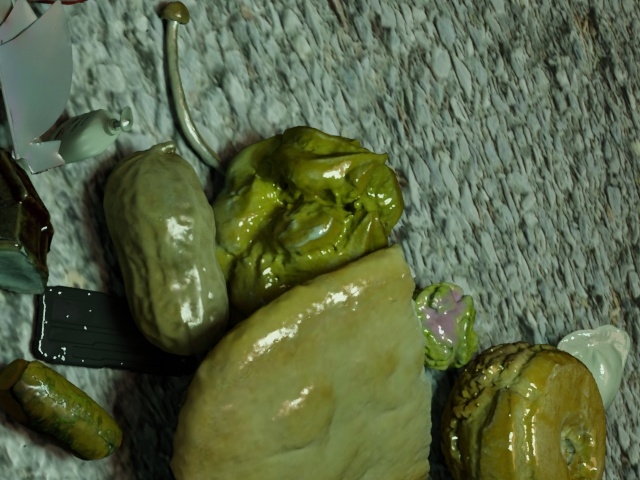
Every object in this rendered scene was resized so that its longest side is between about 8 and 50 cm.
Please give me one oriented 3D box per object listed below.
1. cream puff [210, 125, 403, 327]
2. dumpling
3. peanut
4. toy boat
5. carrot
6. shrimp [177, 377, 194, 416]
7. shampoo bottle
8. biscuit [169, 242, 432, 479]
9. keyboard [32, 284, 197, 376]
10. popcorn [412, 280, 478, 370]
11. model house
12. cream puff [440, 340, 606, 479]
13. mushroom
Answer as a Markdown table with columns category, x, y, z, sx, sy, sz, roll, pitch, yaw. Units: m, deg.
| category | x | y | z | sx | sy | sz | roll | pitch | yaw |
| --- | --- | --- | --- | --- | --- | --- | --- | --- | --- |
| cream puff | 0.000 | 0.002 | 1.805 | 0.291 | 0.257 | 0.324 | 45 | 52 | -32 |
| dumpling | 0.483 | 0.258 | 2.327 | 0.151 | 0.124 | 0.228 | 14 | 99 | -27 |
| peanut | -0.207 | 0.012 | 1.678 | 0.159 | 0.143 | 0.291 | 26 | 51 | -82 |
| toy boat | -0.370 | -0.258 | 1.604 | 0.219 | 0.072 | 0.318 | -36 | 98 | -40 |
| carrot | -0.335 | 0.217 | 1.594 | 0.173 | 0.082 | 0.082 | 48 | 55 | -31 |
| shrimp | -0.136 | 0.219 | 1.805 | 0.180 | 0.041 | 0.099 | -40 | 112 | -39 |
| shampoo bottle | -0.293 | -0.139 | 1.631 | 0.045 | 0.152 | 0.077 | 51 | 55 | -27 |
| biscuit | -0.006 | 0.240 | 1.701 | 0.446 | 0.104 | 0.429 | -19 | 126 | -35 |
| keyboard | -0.272 | 0.127 | 1.706 | 0.262 | 0.016 | 0.106 | 12 | 75 | -41 |
| popcorn | 0.197 | 0.143 | 2.072 | 0.126 | 0.126 | 0.145 | -39 | 105 | -32 |
| model house | -0.395 | -0.025 | 1.572 | 0.165 | 0.106 | 0.152 | 68 | 22 | -63 |
| cream puff | 0.323 | 0.331 | 2.087 | 0.343 | 0.231 | 0.327 | -25 | 106 | -48 |
| mushroom | -0.183 | -0.195 | 1.825 | 0.068 | 0.043 | 0.306 | -18 | 98 | -23 |
